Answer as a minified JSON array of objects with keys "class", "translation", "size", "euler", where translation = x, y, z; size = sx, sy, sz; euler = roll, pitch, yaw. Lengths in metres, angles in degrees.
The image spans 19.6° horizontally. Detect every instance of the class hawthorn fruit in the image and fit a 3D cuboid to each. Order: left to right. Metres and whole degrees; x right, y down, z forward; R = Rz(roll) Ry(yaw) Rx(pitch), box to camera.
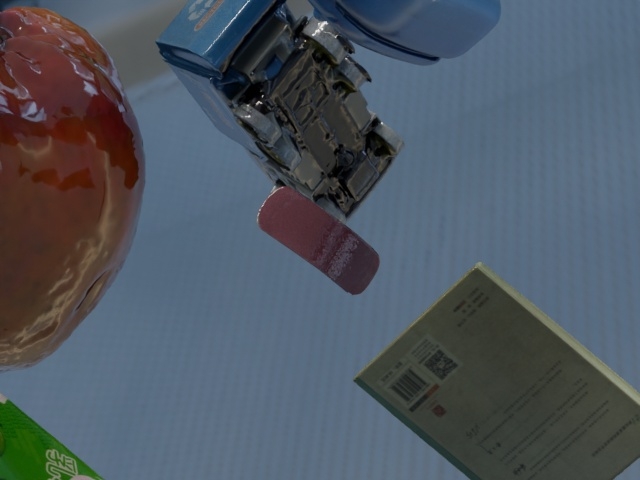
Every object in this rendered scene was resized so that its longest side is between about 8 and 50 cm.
[{"class":"hawthorn fruit","translation":[-0.422,-0.061,2.123],"size":[0.472,0.472,0.472],"euler":[-23,31,14]}]

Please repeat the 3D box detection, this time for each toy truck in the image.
[{"class":"toy truck","translation":[-0.040,-0.158,2.069],"size":[0.175,0.367,0.146],"euler":[34,78,32]}]

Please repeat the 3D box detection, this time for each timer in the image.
[{"class":"timer","translation":[0.016,-0.297,1.667],"size":[0.115,0.309,0.340],"euler":[-41,-16,17]}]

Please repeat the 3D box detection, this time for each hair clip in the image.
[{"class":"hair clip","translation":[0.000,0.000,1.870],"size":[0.054,0.137,0.022],"euler":[-55,10,-9]}]

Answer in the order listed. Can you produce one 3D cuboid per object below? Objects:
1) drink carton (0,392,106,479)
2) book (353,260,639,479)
[{"class":"drink carton","translation":[-0.267,0.220,1.502],"size":[0.108,0.271,0.161],"euler":[-46,6,23]},{"class":"book","translation":[0.205,0.175,2.002],"size":[0.215,0.282,0.025],"euler":[-44,11,26]}]
